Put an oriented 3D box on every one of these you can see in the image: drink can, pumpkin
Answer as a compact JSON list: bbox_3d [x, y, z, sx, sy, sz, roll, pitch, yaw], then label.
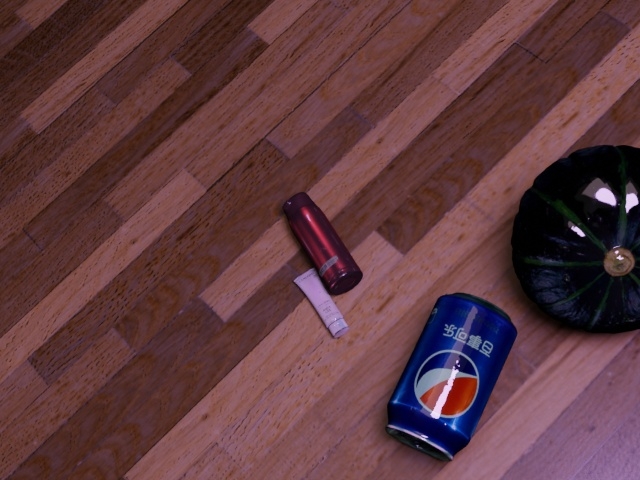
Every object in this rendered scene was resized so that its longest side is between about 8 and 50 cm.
[{"bbox_3d":[0.168,0.176,1.265,0.118,0.118,0.205,21,73,21],"label":"drink can"},{"bbox_3d":[0.370,-0.010,1.265,0.248,0.248,0.248,-5,65,11],"label":"pumpkin"}]

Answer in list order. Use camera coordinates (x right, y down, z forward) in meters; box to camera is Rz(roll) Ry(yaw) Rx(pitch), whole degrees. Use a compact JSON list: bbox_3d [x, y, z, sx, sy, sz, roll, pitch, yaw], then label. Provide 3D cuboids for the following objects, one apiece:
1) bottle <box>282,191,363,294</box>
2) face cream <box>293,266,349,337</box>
[{"bbox_3d":[0.000,0.000,1.420,0.060,0.060,0.164,-31,62,-2],"label":"bottle"},{"bbox_3d":[0.002,0.088,1.398,0.038,0.020,0.115,-33,60,-1],"label":"face cream"}]
